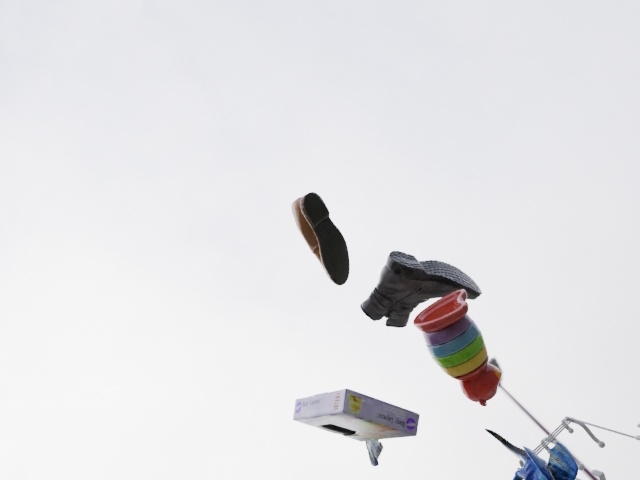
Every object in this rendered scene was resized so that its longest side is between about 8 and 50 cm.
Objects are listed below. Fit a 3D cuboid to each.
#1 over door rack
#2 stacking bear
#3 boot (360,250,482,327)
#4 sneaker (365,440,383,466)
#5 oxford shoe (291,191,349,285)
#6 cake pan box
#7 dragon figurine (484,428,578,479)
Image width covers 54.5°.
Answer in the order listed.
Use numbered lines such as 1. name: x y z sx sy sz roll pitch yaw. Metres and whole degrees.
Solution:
1. over door rack: 0.774 0.631 1.813 0.239 0.324 0.108 -31 -86 -26
2. stacking bear: 0.390 0.308 1.690 0.164 0.175 0.289 -29 -84 16
3. boot: 0.302 0.170 1.889 0.337 0.118 0.223 18 -65 -16
4. sneaker: 0.189 0.716 2.132 0.057 0.135 0.052 -11 -63 -2
5. oxford shoe: 0.000 0.000 1.347 0.076 0.076 0.212 -29 -81 -39
6. cake pan box: 0.089 0.475 1.676 0.245 0.266 0.070 27 -121 -25
7. dragon figurine: 0.414 0.425 1.137 0.085 0.289 0.144 -1 -55 -15
